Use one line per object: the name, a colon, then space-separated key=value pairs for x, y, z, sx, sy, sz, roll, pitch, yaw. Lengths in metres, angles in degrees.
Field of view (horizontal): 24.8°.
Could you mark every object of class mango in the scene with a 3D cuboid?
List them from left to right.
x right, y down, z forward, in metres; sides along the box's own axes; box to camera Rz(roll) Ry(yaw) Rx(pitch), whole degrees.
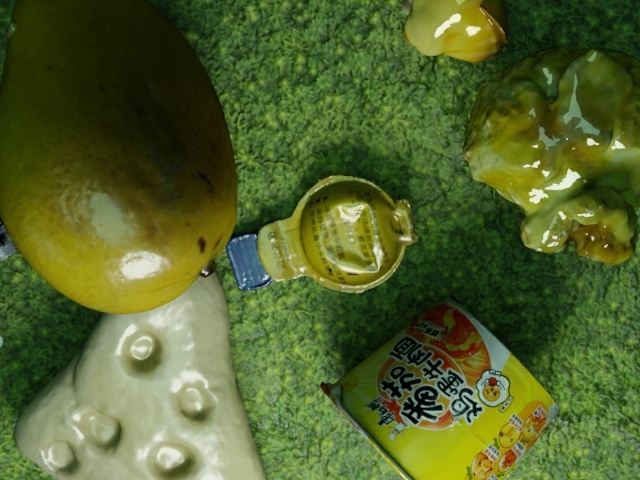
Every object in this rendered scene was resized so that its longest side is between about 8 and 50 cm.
mango: x=-0.259 y=-0.129 z=1.740 sx=0.301 sy=0.220 sz=0.445 roll=-10 pitch=69 yaw=-30

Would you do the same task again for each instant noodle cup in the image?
instant noodle cup: x=0.160 y=0.210 z=1.817 sx=0.200 sy=0.264 sz=0.264 roll=-43 pitch=97 yaw=-2

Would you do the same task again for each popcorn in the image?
popcorn: x=0.303 y=-0.109 z=1.766 sx=0.276 sy=0.225 sz=0.277 roll=0 pitch=97 yaw=4

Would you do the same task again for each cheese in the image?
cheese: x=-0.172 y=0.218 z=1.872 sx=0.328 sy=0.129 sz=0.351 roll=38 pitch=99 yaw=-3
cheese: x=0.000 y=0.000 z=1.869 sx=0.250 sy=0.064 sz=0.157 roll=-13 pitch=98 yaw=12

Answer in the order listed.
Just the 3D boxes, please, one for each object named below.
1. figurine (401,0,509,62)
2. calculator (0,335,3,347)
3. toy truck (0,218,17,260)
figurine: x=0.142 y=-0.318 z=1.793 sx=0.246 sy=0.131 sz=0.156 roll=44 pitch=82 yaw=5
calculator: x=-0.519 y=0.097 z=1.805 sx=0.184 sy=0.295 sz=0.042 roll=-18 pitch=58 yaw=34
toy truck: x=-0.428 y=-0.026 z=1.838 sx=0.253 sy=0.124 sz=0.114 roll=-27 pitch=98 yaw=7
